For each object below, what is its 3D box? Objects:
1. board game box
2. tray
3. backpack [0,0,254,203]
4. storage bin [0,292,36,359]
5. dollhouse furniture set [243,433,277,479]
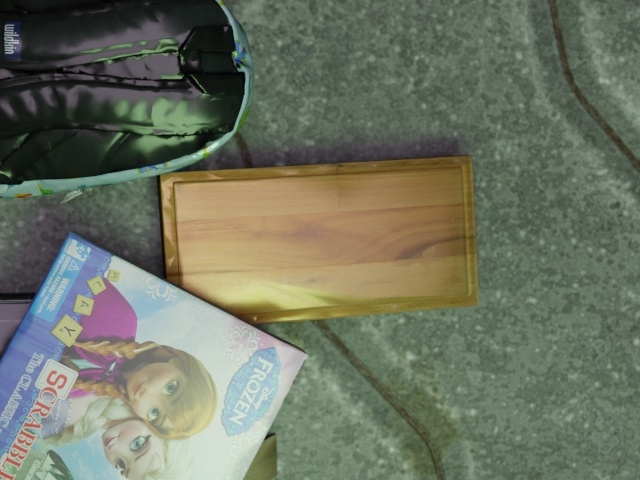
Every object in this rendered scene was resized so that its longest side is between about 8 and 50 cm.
[{"bbox_3d":[-0.227,0.200,1.216,0.318,0.066,0.318,27,87,-7],"label":"board game box"},{"bbox_3d":[0.000,0.000,1.349,0.411,0.076,0.202,-4,94,-13],"label":"tray"},{"bbox_3d":[-0.255,-0.196,1.212,0.356,0.273,0.290,-7,92,10],"label":"backpack"},{"bbox_3d":[-0.365,0.129,1.272,0.180,0.084,0.122,0,93,-11],"label":"storage bin"},{"bbox_3d":[-0.151,0.249,1.353,0.151,0.123,0.144,0,93,23],"label":"dollhouse furniture set"}]
